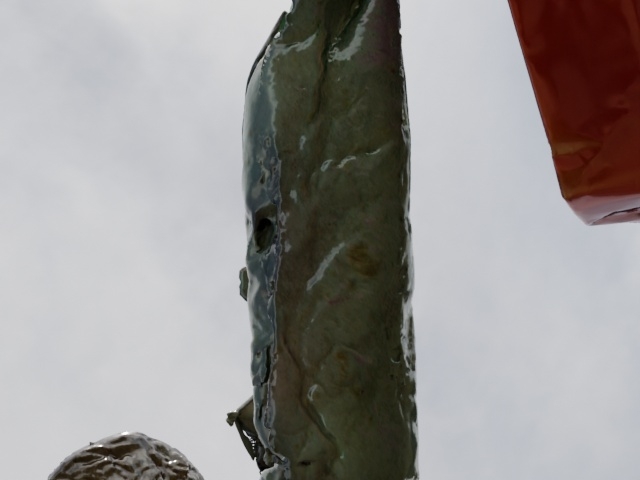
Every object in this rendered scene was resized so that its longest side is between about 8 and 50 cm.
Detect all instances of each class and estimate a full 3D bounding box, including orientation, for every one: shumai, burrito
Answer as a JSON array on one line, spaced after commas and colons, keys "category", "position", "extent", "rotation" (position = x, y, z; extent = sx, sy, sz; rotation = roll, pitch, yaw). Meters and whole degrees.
[{"category": "shumai", "position": [-0.151, 0.217, 1.005], "extent": [0.139, 0.123, 0.105], "rotation": [-48, -21, -30]}, {"category": "burrito", "position": [0.003, 0.000, 0.674], "extent": [0.096, 0.066, 0.309], "rotation": [-1, -96, 2]}]

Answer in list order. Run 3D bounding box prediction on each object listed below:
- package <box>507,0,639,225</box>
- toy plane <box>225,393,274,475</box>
[{"category": "package", "position": [0.257, -0.192, 1.035], "extent": [0.123, 0.196, 0.424], "rotation": [-51, -53, -61]}, {"category": "toy plane", "position": [0.006, 0.186, 1.076], "extent": [0.262, 0.088, 0.192], "rotation": [-39, -69, -38]}]
